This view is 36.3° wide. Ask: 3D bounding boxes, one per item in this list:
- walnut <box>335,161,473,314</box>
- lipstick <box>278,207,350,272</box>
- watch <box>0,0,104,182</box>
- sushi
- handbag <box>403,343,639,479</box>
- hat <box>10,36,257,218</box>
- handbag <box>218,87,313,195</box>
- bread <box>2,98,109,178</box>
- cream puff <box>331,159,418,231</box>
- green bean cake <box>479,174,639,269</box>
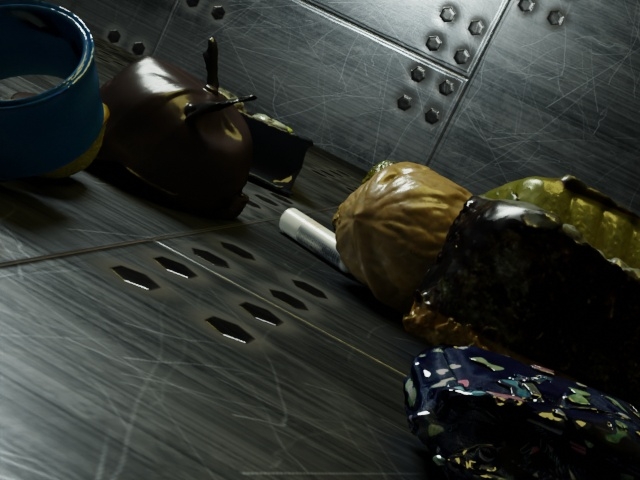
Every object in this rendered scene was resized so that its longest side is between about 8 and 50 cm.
[{"bbox_3d":[0.120,-0.003,1.274,0.213,0.213,0.213,25,9,-4],"label":"walnut"},{"bbox_3d":[0.000,0.000,1.387,0.141,0.040,0.040,34,12,36],"label":"lipstick"},{"bbox_3d":[-0.322,-0.154,0.964,0.200,0.196,0.171,13,-30,4],"label":"watch"},{"bbox_3d":[0.272,0.096,1.122,0.348,0.207,0.234,30,-3,-6],"label":"sushi"},{"bbox_3d":[0.182,0.165,0.745,0.260,0.113,0.162,23,3,-9],"label":"handbag"},{"bbox_3d":[-0.221,-0.182,1.287,0.336,0.209,0.238,24,12,-6],"label":"hat"},{"bbox_3d":[-0.187,-0.221,1.883,0.303,0.122,0.329,23,8,-16],"label":"handbag"},{"bbox_3d":[-0.322,-0.112,1.096,0.149,0.065,0.188,8,27,2],"label":"bread"},{"bbox_3d":[0.126,-0.055,1.636,0.183,0.169,0.183,27,8,-4],"label":"cream puff"},{"bbox_3d":[0.341,0.064,1.418,0.310,0.202,0.285,25,-17,-10],"label":"green bean cake"}]
